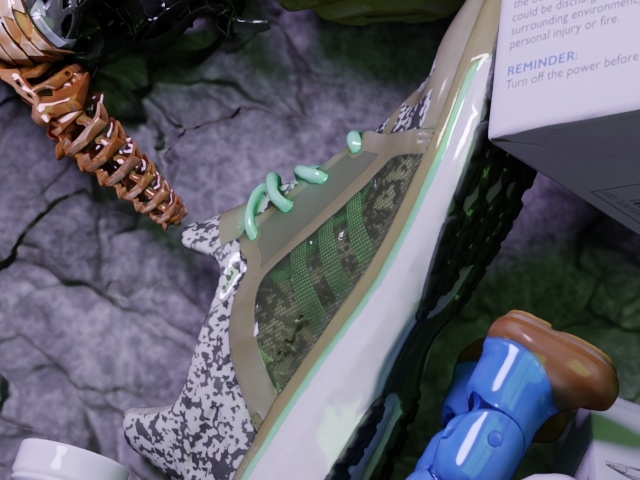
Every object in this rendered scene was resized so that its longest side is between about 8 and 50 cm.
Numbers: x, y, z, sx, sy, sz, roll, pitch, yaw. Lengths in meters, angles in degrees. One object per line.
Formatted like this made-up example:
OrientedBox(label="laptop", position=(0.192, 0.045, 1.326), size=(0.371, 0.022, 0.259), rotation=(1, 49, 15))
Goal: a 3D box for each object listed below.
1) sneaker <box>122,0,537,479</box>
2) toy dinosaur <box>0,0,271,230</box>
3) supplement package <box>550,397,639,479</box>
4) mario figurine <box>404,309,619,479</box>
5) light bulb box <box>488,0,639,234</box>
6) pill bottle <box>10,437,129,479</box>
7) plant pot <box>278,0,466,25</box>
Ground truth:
OrientedBox(label="sneaker", position=(0.000, 0.000, 1.045), size=(0.182, 0.158, 0.410), rotation=(27, 90, 18))
OrientedBox(label="toy dinosaur", position=(-0.160, -0.161, 1.133), size=(0.218, 0.164, 0.322), rotation=(-26, 96, 1))
OrientedBox(label="supplement package", position=(0.191, 0.183, 1.015), size=(0.105, 0.179, 0.105), rotation=(20, 112, -1))
OrientedBox(label="mario figurine", position=(0.076, 0.212, 0.979), size=(0.170, 0.198, 0.320), rotation=(20, 66, 32))
OrientedBox(label="light bulb box", position=(0.302, -0.182, 1.041), size=(0.358, 0.225, 0.361), rotation=(27, 63, -45))
OrientedBox(label="pill bottle", position=(-0.171, 0.209, 1.018), size=(0.094, 0.094, 0.169), rotation=(16, 72, -2))
OrientedBox(label="plant pot", position=(0.051, -0.284, 1.133), size=(0.276, 0.276, 0.254), rotation=(-4, 85, -8))
